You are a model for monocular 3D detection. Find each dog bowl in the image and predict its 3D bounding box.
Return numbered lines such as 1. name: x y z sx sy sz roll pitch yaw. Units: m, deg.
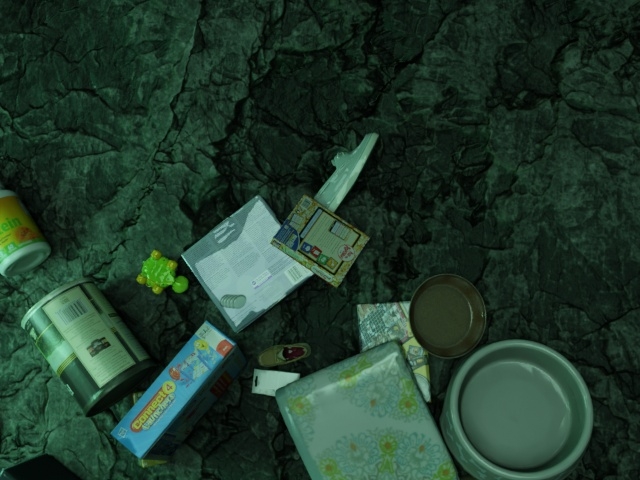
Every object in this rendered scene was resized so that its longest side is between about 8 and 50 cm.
1. dog bowl: 0.441 0.380 1.662 0.349 0.102 0.348 -2 69 4

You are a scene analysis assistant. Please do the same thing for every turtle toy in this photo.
1. turtle toy: -0.391 0.088 1.864 0.130 0.066 0.095 32 89 9

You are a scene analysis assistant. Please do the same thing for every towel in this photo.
1. towel: 0.109 0.455 1.723 0.321 0.090 0.374 -25 92 8

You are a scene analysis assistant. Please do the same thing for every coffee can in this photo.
1. coffee can: -0.559 0.257 1.803 0.202 0.201 0.275 -40 80 2

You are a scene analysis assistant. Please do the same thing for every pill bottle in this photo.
1. pill bottle: -0.809 -0.042 1.898 0.136 0.136 0.245 -36 81 3

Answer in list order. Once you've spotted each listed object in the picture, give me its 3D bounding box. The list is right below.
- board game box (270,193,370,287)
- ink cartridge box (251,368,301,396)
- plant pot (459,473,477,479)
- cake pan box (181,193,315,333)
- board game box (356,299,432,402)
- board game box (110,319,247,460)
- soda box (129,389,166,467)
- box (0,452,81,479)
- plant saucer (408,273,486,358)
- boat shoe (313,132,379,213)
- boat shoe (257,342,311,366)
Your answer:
1. board game box: 0.000 0.000 1.790 0.194 0.045 0.146 35 66 1
2. ink cartridge box: -0.107 0.349 1.819 0.115 0.029 0.062 5 86 9
3. plant pot: 0.372 0.678 1.640 0.284 0.191 0.283 -1 85 7
4. cake pan box: -0.170 0.055 1.838 0.267 0.070 0.245 -39 83 3
5. board game box: 0.176 0.267 1.781 0.165 0.042 0.243 -3 84 7
6. board game box: -0.303 0.347 1.673 0.086 0.308 0.302 37 75 9
7. soda box: -0.424 0.459 1.826 0.061 0.058 0.181 -6 83 -25
8. box: -0.634 0.754 1.759 0.396 0.212 0.293 35 90 9
9. plant saucer: 0.294 0.178 1.752 0.199 0.036 0.198 2 84 -16
10. boat shoe: 0.060 -0.177 1.822 0.081 0.079 0.227 32 93 5
11. boat shoe: -0.092 0.277 1.815 0.136 0.045 0.050 -16 82 6
